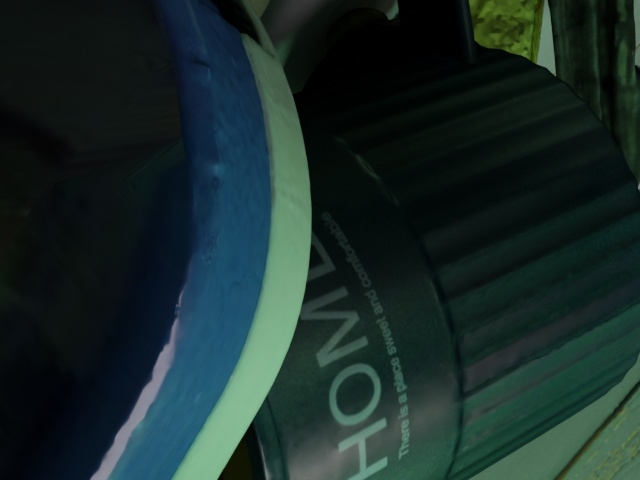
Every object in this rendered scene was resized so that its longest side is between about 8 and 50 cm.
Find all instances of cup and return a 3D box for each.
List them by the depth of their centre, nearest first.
[{"bbox_3d":[-0.007,0.009,0.892,0.292,0.308,0.242,-21,169,-35],"label":"cup"}]

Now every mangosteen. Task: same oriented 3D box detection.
[{"bbox_3d":[0.047,-0.083,1.108,0.152,0.152,0.152,-46,166,-15],"label":"mangosteen"}]

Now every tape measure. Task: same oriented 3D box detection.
[{"bbox_3d":[-0.136,-0.013,0.458,0.259,0.262,0.138,-59,172,3],"label":"tape measure"}]

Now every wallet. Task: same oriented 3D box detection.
[{"bbox_3d":[0.215,-0.150,1.261,0.406,0.062,0.228,-29,112,-77],"label":"wallet"}]

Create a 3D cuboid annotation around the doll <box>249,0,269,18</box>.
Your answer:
[{"bbox_3d":[-0.057,-0.139,0.668,0.257,0.117,0.182,-52,168,11],"label":"doll"}]

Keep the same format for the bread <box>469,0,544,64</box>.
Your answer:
[{"bbox_3d":[0.088,-0.147,1.277,0.167,0.163,0.264,62,35,-74],"label":"bread"}]
